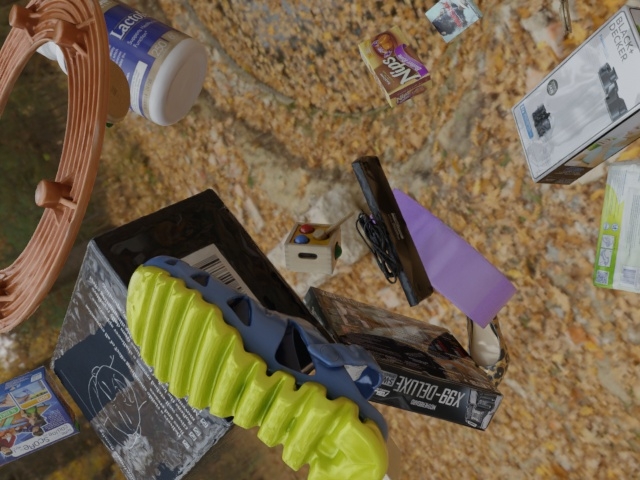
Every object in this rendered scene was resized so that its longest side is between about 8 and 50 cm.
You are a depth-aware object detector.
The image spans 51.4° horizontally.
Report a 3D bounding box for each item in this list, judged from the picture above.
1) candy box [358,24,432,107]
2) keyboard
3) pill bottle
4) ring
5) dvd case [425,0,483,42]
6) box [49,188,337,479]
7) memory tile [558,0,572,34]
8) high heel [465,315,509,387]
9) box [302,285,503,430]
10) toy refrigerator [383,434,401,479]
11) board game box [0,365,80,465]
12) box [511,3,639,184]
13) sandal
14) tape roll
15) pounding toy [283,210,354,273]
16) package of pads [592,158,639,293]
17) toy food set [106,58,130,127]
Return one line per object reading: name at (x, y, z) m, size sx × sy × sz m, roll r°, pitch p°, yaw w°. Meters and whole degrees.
candy box at (0.177, -0.415, 1.584) m, size 0.053 × 0.109 × 0.187 m, roll 59°, pitch -174°, yaw -58°
keyboard at (0.074, -0.010, 0.807) m, size 0.038 × 0.100 × 0.192 m, roll -25°, pitch 85°, yaw 27°
pill bottle at (-0.334, -0.311, 1.098) m, size 0.264 × 0.153 × 0.153 m, roll 28°, pitch 155°, yaw 6°
ring at (-0.288, -0.083, 0.621) m, size 0.336 × 0.032 × 0.337 m, roll -12°, pitch 73°, yaw 45°
dvd case at (0.297, -0.506, 1.491) m, size 0.087 × 0.013 × 0.119 m, roll 51°, pitch 148°, yaw -9°
box at (-0.211, 0.174, 0.996) m, size 0.293 × 0.212 × 0.395 m, roll 51°, pitch 137°, yaw 11°
memory tile at (0.353, -0.383, 0.981) m, size 0.012 × 0.113 × 0.148 m, roll -8°, pitch 97°, yaw 25°
high heel at (0.329, 0.198, 1.400) m, size 0.093 × 0.261 × 0.186 m, roll -1°, pitch 159°, yaw 36°
box at (0.126, 0.199, 1.157) m, size 0.307 × 0.076 × 0.242 m, roll 18°, pitch -165°, yaw -20°
toy refrigerator at (0.069, 0.412, 1.415) m, size 0.269 × 0.094 × 0.102 m, roll 59°, pitch -154°, yaw -24°
board game box at (-0.520, 0.302, 1.092) m, size 0.035 × 0.201 × 0.136 m, roll -126°, pitch 17°, yaw -55°
box at (0.463, -0.233, 1.123) m, size 0.290 × 0.087 × 0.169 m, roll 136°, pitch 130°, yaw -58°
sandal at (-0.057, 0.120, 0.687) m, size 0.317 × 0.138 × 0.126 m, roll 36°, pitch 124°, yaw 4°
tape roll at (0.204, 0.030, 1.154) m, size 0.275 × 0.090 × 0.275 m, roll 41°, pitch -177°, yaw -3°
pounding toy at (0.000, 0.000, 1.533) m, size 0.141 × 0.130 × 0.100 m, roll 4°, pitch 120°, yaw 12°
package of pads at (0.613, -0.025, 1.215) m, size 0.101 × 0.296 × 0.229 m, roll 10°, pitch 96°, yaw 45°
toy food set at (-0.259, -0.181, 0.811) m, size 0.082 × 0.020 × 0.083 m, roll 40°, pitch -131°, yaw -65°
